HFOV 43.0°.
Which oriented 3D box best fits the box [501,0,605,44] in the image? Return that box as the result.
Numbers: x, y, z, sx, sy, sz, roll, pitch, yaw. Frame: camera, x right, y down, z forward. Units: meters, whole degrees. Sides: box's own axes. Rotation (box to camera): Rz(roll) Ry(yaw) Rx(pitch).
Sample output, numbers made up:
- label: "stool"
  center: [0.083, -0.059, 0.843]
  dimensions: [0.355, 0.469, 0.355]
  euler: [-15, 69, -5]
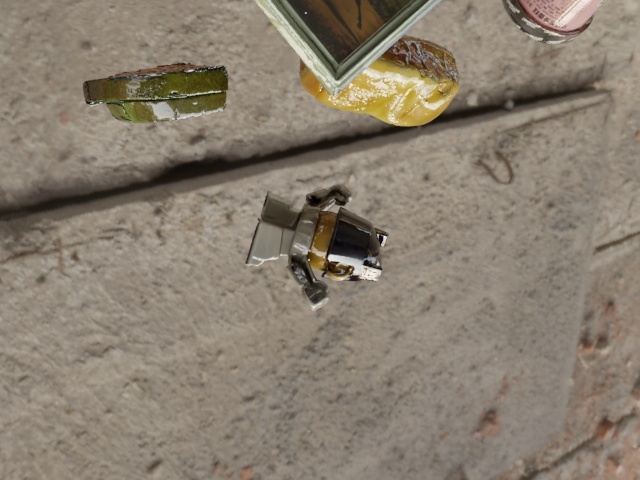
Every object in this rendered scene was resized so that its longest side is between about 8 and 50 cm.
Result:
- label: "box"
  center: [0.354, -0.379, 1.156]
  dimensions: [0.151, 0.135, 0.151]
  euler: [7, 69, -19]

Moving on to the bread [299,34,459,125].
- label: "bread"
  center: [0.110, -0.312, 1.526]
  dimensions: [0.294, 0.167, 0.132]
  euler: [15, 56, -28]

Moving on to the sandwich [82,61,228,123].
- label: "sandwich"
  center: [-0.266, -0.239, 1.323]
  dimensions: [0.235, 0.159, 0.079]
  euler: [-9, 108, -6]

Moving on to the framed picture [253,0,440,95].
- label: "framed picture"
  center: [0.007, -0.266, 0.624]
  dimensions: [0.197, 0.014, 0.252]
  euler: [-41, 115, 4]

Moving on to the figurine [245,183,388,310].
- label: "figurine"
  center: [0.000, 0.002, 1.681]
  dimensions: [0.308, 0.308, 0.143]
  euler: [-50, 173, -14]
